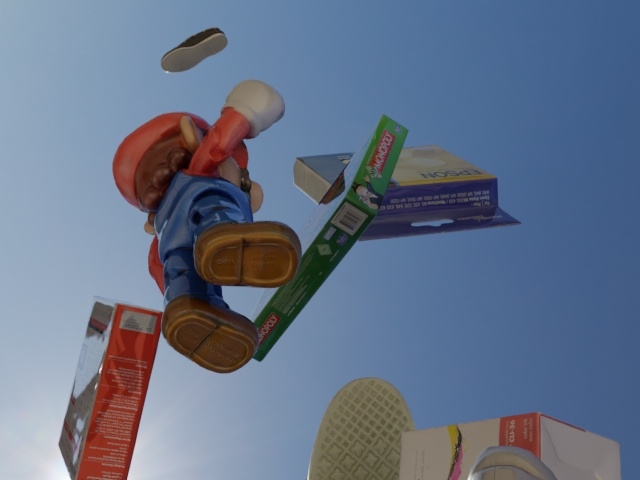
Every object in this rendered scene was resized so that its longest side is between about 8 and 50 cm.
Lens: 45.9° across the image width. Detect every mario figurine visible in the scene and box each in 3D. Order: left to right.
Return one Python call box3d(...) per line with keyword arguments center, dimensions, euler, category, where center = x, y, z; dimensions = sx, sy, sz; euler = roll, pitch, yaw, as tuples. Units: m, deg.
box3d(center=(-0.084, -0.023, 0.706), dimensions=(0.198, 0.170, 0.320), euler=(-31, -145, 2), category="mario figurine")

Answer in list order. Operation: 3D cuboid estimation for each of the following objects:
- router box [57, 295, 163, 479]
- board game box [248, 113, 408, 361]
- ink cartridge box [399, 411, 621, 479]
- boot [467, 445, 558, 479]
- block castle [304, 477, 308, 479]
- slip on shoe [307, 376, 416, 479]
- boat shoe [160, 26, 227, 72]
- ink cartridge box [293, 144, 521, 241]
box3d(center=(-0.386, 0.258, 1.361), dimensions=(0.335, 0.082, 0.301), euler=(-3, -106, 67), category="router box")
box3d(center=(0.000, 0.000, 1.027), dimensions=(0.317, 0.046, 0.213), euler=(-53, -171, 38), category="board game box")
box3d(center=(0.150, 0.209, 0.679), dimensions=(0.198, 0.115, 0.067), euler=(-25, -131, 47), category="ink cartridge box")
box3d(center=(0.133, 0.239, 0.409), dimensions=(0.095, 0.258, 0.123), euler=(-10, -160, 26), category="boot")
box3d(center=(0.011, 0.635, 1.361), dimensions=(0.303, 0.453, 0.213), euler=(36, -50, 22), category="block castle")
box3d(center=(0.049, 0.311, 0.807), dimensions=(0.123, 0.101, 0.331), euler=(-3, -91, 1), category="slip on shoe")
box3d(center=(-0.225, -0.336, 1.324), dimensions=(0.125, 0.046, 0.038), euler=(-29, -128, -4), category="boat shoe")
box3d(center=(0.143, -0.094, 1.325), dimensions=(0.307, 0.303, 0.072), euler=(-139, -134, -61), category="ink cartridge box")
